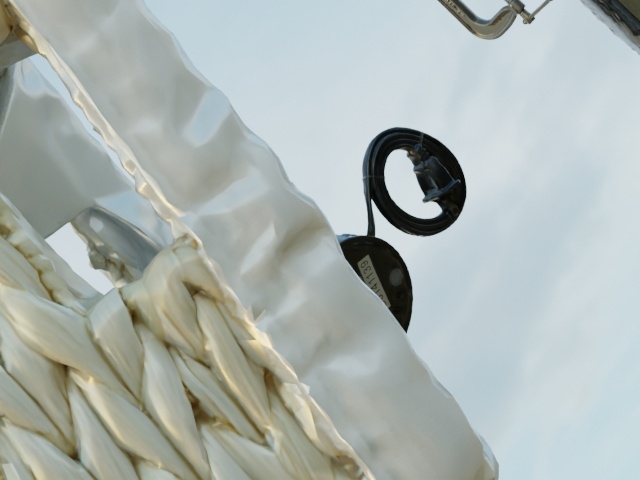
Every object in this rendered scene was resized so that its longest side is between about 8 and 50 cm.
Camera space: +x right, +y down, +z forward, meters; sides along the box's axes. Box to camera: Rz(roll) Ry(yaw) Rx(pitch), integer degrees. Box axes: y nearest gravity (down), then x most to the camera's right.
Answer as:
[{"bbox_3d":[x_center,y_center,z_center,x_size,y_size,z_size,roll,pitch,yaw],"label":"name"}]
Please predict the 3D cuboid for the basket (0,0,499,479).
[{"bbox_3d":[-0.155,0.046,0.581,0.266,0.328,0.331,-36,-5,-14],"label":"basket"}]

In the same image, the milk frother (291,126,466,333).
[{"bbox_3d":[0.000,0.000,0.886,0.143,0.135,0.129,-22,-68,-35],"label":"milk frother"}]

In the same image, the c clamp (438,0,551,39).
[{"bbox_3d":[0.197,-0.312,1.811,0.022,0.161,0.137,-48,-3,-33],"label":"c clamp"}]

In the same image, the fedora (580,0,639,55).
[{"bbox_3d":[0.249,-0.205,0.863,0.152,0.334,0.334,-46,-21,31],"label":"fedora"}]
